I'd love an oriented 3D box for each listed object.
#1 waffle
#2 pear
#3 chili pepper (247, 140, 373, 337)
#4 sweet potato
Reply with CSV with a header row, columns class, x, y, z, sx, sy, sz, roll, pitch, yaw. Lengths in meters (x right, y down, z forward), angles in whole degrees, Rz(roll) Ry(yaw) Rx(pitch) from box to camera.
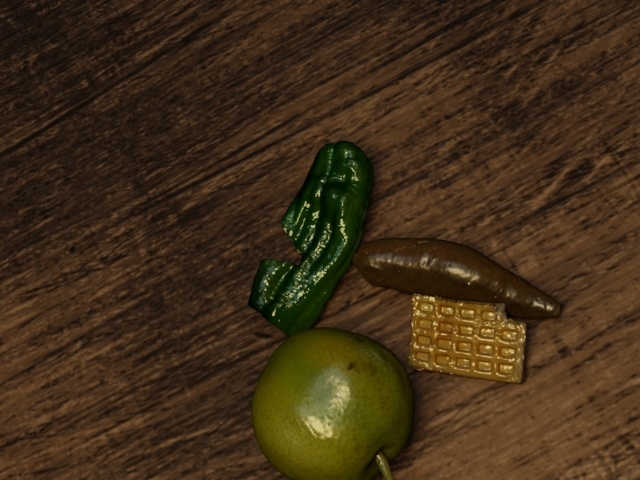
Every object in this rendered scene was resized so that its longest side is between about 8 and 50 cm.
class,x,y,z,sx,sy,sz,roll,pitch,yaw
waffle,0.167,0.110,1.325,0.135,0.021,0.092,4,96,18
pear,0.029,0.193,1.256,0.180,0.166,0.216,-34,51,-20
chili pepper,-0.001,0.000,1.419,0.099,0.083,0.253,18,74,24
sweet potato,0.160,0.039,1.361,0.243,0.077,0.077,11,66,13
